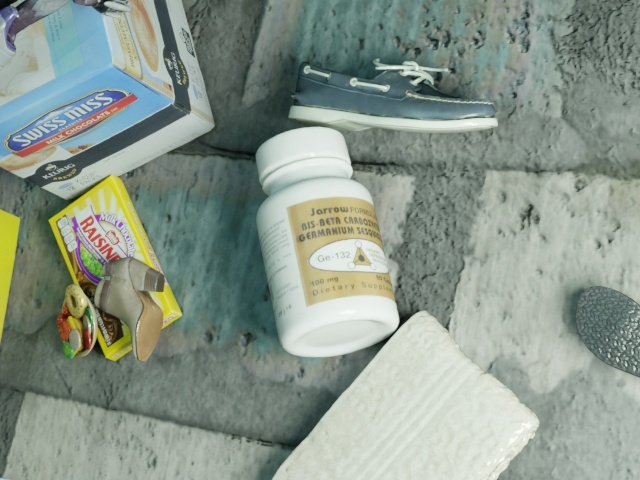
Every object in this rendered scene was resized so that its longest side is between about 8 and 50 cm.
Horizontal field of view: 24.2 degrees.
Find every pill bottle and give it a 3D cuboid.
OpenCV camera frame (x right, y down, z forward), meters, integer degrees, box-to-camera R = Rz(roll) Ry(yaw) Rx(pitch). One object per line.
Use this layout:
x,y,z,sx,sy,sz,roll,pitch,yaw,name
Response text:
0.000,0.000,1.617,0.131,0.131,0.229,-20,67,20,pill bottle

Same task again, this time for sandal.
0.329,0.112,1.481,0.179,0.040,0.067,36,98,15,sandal

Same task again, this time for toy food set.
-0.290,0.099,1.774,0.083,0.020,0.082,-48,57,43,toy food set

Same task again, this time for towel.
0.079,0.235,1.558,0.282,0.049,0.187,-49,62,5,towel

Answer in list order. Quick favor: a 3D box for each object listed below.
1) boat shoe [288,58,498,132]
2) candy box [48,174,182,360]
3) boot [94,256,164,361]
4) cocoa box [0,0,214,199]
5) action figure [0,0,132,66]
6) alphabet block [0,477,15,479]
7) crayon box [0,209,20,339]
0.080,-0.160,1.650,0.254,0.095,0.079,7,89,37,boat shoe
-0.249,0.031,1.790,0.105,0.027,0.206,-33,64,12,candy box
-0.226,0.078,1.731,0.087,0.042,0.118,5,77,32,boot
-0.312,-0.269,1.794,0.231,0.228,0.347,-23,66,19,cocoa box
-0.286,-0.285,1.604,0.285,0.099,0.185,-36,59,5,action figure
-0.455,0.351,1.703,0.197,0.193,0.192,5,76,28,alphabet block
-0.469,0.099,1.781,0.081,0.202,0.318,1,74,26,crayon box
